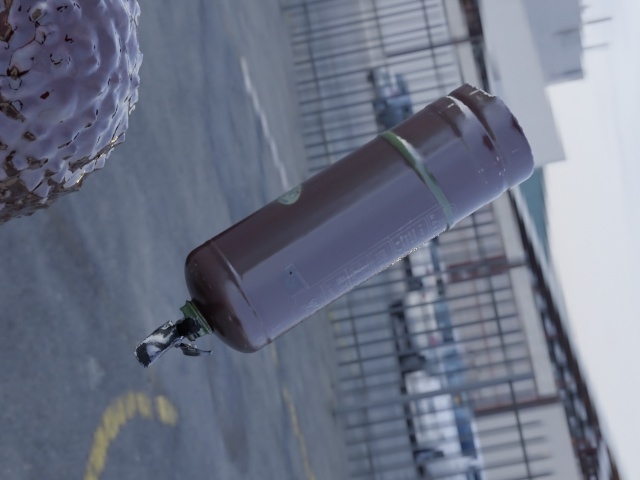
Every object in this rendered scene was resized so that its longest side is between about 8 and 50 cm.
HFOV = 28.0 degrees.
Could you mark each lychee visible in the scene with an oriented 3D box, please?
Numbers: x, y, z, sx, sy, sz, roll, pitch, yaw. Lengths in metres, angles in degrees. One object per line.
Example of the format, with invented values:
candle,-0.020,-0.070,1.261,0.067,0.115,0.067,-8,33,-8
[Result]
lychee,-0.231,-0.125,0.791,0.260,0.260,0.260,-11,90,-85

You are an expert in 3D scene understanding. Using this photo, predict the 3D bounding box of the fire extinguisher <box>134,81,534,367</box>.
fire extinguisher,0.000,0.000,0.470,0.045,0.157,0.078,57,-9,-2
